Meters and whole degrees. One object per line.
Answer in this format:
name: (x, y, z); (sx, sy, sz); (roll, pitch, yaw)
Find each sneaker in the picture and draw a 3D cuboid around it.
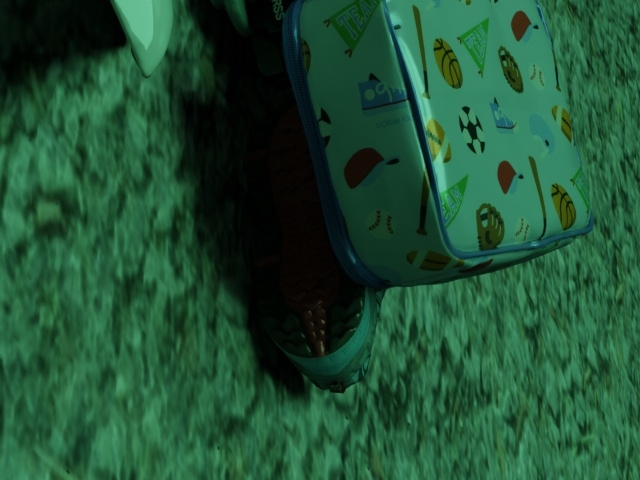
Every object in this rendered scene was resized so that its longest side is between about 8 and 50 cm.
sneaker: (0.000, 0.000, 1.479); (0.125, 0.104, 0.262); (68, 22, -55)

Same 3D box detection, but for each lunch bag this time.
lunch bag: (0.094, -0.094, 1.436); (0.303, 0.115, 0.243); (-10, 83, -61)

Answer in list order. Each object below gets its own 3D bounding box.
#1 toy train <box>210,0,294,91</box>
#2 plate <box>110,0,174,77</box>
toy train: (-0.032, -0.277, 1.552); (0.190, 0.142, 0.334); (44, 31, -74)
plate: (-0.149, -0.247, 1.183); (0.277, 0.045, 0.278); (-121, -171, -78)
